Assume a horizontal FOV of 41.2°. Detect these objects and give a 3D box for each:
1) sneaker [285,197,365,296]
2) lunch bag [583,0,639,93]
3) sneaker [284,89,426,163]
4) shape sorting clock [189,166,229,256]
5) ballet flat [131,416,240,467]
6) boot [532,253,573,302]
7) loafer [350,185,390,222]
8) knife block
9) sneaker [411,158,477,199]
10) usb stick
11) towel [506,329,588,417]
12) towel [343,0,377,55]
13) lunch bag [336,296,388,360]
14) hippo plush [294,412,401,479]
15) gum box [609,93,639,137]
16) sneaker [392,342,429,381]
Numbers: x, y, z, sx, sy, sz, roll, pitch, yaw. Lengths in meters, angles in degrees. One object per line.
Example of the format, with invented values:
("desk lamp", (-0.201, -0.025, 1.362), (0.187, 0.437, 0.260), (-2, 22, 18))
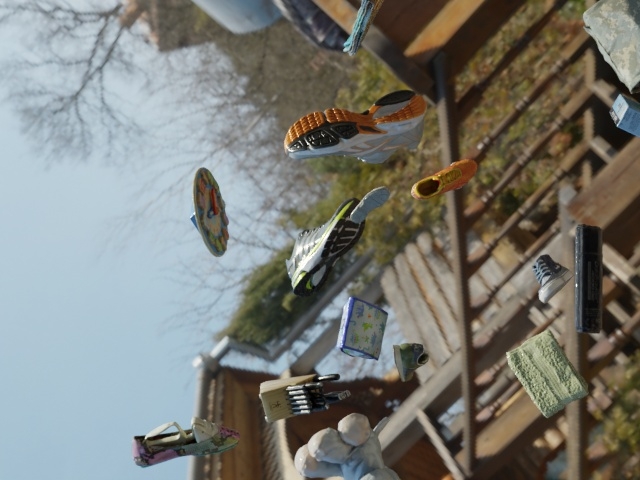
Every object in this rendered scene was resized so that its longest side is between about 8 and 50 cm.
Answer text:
("sneaker", (0.000, 0.000, 2.164), (0.111, 0.300, 0.121), (12, -147, -47))
("lunch bag", (0.798, -0.509, 2.018), (0.235, 0.287, 0.169), (65, -165, 17))
("sneaker", (0.068, -0.176, 1.538), (0.121, 0.262, 0.099), (76, -178, -50))
("shape sorting clock", (-0.244, -0.064, 1.919), (0.206, 0.040, 0.206), (-13, -90, -76))
("ballet flat", (-0.277, 0.403, 1.734), (0.077, 0.221, 0.079), (-114, 14, -71))
("boot", (0.518, 0.085, 1.965), (0.086, 0.069, 0.190), (42, -156, 16))
("loafer", (0.118, -0.092, 2.029), (0.045, 0.125, 0.039), (40, -150, -13))
("knife block", (-0.046, 0.429, 2.395), (0.275, 0.242, 0.088), (149, 106, -86))
("sneaker", (0.305, -0.143, 2.059), (0.064, 0.175, 0.067), (62, 175, -2))
("usb stick", (0.682, 0.096, 2.164), (0.077, 0.278, 0.045), (6, 171, -19))
("towel", (0.439, 0.259, 1.657), (0.148, 0.110, 0.027), (60, -163, 21))
("towel", (0.142, -0.595, 1.953), (0.040, 0.271, 0.370), (27, 174, -2))
("lunch bag", (0.093, 0.216, 2.080), (0.096, 0.129, 0.151), (5, 165, 25))
("hippo plush", (0.088, 0.582, 2.090), (0.237, 0.234, 0.294), (60, -171, 24))
("gum box", (0.596, -0.186, 1.462), (0.184, 0.041, 0.157), (27, -159, 5))
("sneaker", (0.241, 0.315, 2.205), (0.192, 0.086, 0.064), (65, -164, -59))
